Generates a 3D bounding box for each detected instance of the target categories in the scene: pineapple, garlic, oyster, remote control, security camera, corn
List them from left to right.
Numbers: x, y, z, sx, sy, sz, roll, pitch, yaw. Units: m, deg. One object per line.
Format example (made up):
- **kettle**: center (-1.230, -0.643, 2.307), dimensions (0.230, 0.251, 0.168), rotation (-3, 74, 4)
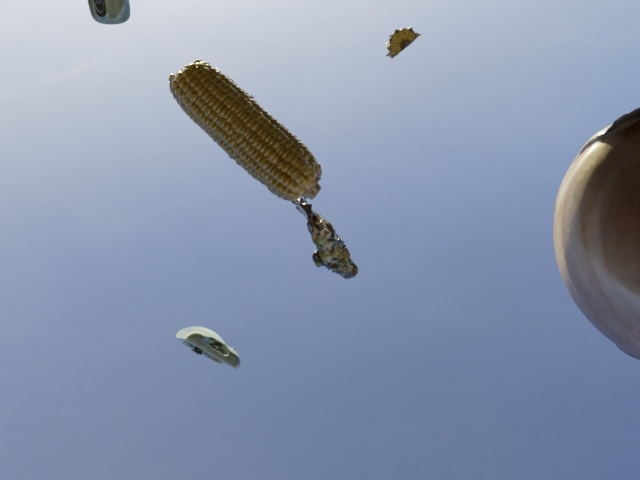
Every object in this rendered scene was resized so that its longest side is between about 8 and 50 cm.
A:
- **security camera**: center (-0.241, -0.290, 0.601), dimensions (0.058, 0.092, 0.058), rotation (-5, -159, 2)
- **remote control**: center (-0.212, 0.193, 1.011), dimensions (0.103, 0.293, 0.051), rotation (32, -105, -11)
- **corn**: center (-0.092, -0.138, 0.690), dimensions (0.238, 0.080, 0.080), rotation (43, -119, -1)
- **oyster**: center (0.007, -0.006, 1.413), dimensions (0.092, 0.198, 0.259), rotation (-28, -110, 4)
- **pineapple**: center (0.162, -0.410, 1.105), dimensions (0.083, 0.019, 0.045), rotation (-44, -89, -8)
- **garlic**: center (0.260, 0.012, 0.259), dimensions (0.207, 0.207, 0.256), rotation (-23, -127, -16)
